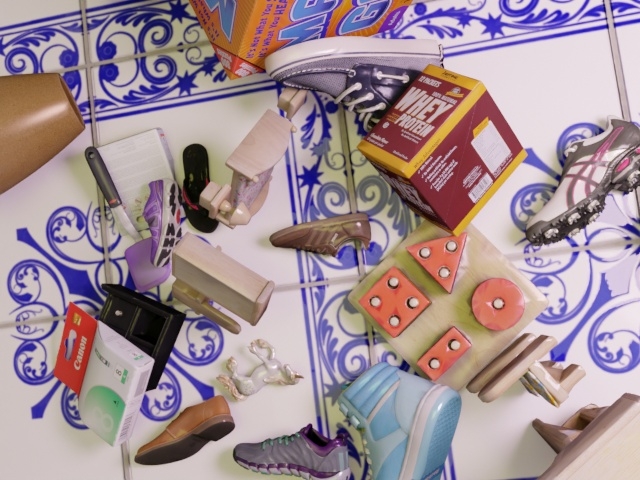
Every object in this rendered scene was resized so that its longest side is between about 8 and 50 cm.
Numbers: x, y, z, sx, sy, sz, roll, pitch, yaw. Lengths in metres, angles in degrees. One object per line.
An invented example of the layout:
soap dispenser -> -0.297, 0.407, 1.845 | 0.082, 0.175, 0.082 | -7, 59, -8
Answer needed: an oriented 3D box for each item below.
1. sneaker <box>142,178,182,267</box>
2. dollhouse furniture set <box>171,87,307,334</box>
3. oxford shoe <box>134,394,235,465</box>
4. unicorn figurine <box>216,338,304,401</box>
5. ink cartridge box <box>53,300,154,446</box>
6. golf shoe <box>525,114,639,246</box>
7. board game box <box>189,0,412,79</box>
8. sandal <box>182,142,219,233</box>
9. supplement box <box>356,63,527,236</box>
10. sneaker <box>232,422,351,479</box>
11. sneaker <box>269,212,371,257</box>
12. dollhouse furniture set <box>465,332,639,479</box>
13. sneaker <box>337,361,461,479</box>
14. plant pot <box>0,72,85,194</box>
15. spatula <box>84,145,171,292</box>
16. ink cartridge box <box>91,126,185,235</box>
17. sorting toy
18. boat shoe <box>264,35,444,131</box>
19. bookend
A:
sneaker -> -0.307, -0.033, 1.443 | 0.071, 0.068, 0.170 | 3, 87, 19
dollhouse furniture set -> -0.093, -0.040, 1.352 | 0.174, 0.303, 0.355 | 32, 62, 4
oxford shoe -> -0.256, 0.356, 1.410 | 0.212, 0.076, 0.076 | -29, 51, 10
unicorn figurine -> -0.106, 0.240, 1.391 | 0.162, 0.060, 0.111 | -38, 80, 22
ink cartridge box -> -0.422, 0.244, 1.398 | 0.224, 0.056, 0.181 | 29, 113, 21
golf shoe -> 0.448, -0.097, 1.297 | 0.273, 0.105, 0.120 | -38, 64, 0
board game box -> -0.036, -0.543, 1.220 | 0.356, 0.356, 0.356 | -24, 80, -23
sandal -> -0.237, -0.100, 1.446 | 0.067, 0.040, 0.179 | -12, 83, 10
supplement box -> 0.204, -0.149, 1.259 | 0.191, 0.194, 0.129 | -49, 40, -3
sneaker -> -0.050, 0.362, 1.338 | 0.223, 0.083, 0.098 | 4, 97, 20
sneaker -> 0.000, 0.000, 1.380 | 0.188, 0.066, 0.071 | -13, 84, 10
dollhouse furniture set -> 0.367, 0.355, 1.106 | 0.256, 0.394, 0.362 | -42, 83, -1
sneaker -> 0.107, 0.356, 1.316 | 0.208, 0.127, 0.319 | 27, 107, 33
plant pot -> -0.595, -0.220, 1.447 | 0.254, 0.237, 0.237 | -24, 81, -5
spatula -> -0.379, -0.046, 1.458 | 0.084, 0.030, 0.296 | -25, 98, 8
ink cartridge box -> -0.351, -0.115, 1.480 | 0.145, 0.045, 0.179 | -16, 101, 9
sorting toy -> 0.219, 0.103, 1.317 | 0.255, 0.089, 0.257 | -45, 79, 4
boat shoe -> 0.077, -0.254, 1.294 | 0.340, 0.127, 0.158 | -8, 87, -24
bookend -> -0.361, 0.181, 1.432 | 0.157, 0.072, 0.156 | 23, 90, 12
